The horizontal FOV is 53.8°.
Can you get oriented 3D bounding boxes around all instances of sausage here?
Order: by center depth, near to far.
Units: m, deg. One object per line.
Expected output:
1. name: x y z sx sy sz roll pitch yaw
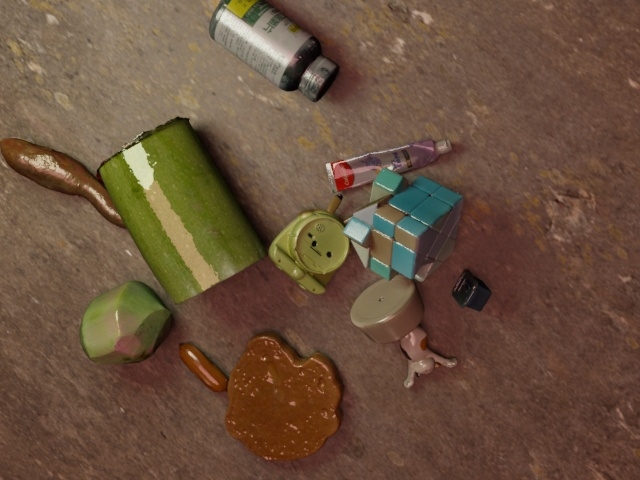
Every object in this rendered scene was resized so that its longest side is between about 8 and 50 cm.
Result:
1. sausage: -0.312 0.340 1.677 0.183 0.054 0.062 46 102 2

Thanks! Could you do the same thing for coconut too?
1. coconut: -0.484 0.212 1.604 0.236 0.236 0.204 -18 63 13

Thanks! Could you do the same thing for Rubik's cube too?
1. Rubik's cube: 0.187 -0.047 1.425 0.213 0.265 0.224 31 141 30

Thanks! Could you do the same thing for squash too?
1. squash: -0.330 -0.068 1.492 0.263 0.263 0.384 -28 95 14

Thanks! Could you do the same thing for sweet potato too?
1. sweet potato: -0.637 -0.153 1.614 0.385 0.109 0.109 30 105 -8

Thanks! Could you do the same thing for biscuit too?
1. biscuit: -0.095 0.413 1.651 0.312 0.057 0.351 5 103 9

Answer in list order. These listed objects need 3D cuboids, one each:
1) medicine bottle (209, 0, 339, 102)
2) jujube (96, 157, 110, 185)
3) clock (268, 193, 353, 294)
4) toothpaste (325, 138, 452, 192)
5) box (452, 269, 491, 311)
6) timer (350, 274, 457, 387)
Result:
1. medicine bottle: -0.100 -0.439 1.438 0.293 0.141 0.141 37 105 1
2. jujube: -0.506 -0.152 1.602 0.129 0.077 0.077 40 105 -6
3. clock: 0.000 0.000 1.519 0.170 0.069 0.232 40 84 -18
4. toothpaste: 0.161 -0.185 1.494 0.301 0.048 0.075 -15 102 15
5. box: 0.361 0.122 1.496 0.054 0.099 0.074 22 105 -10
6. timer: 0.212 0.236 1.535 0.175 0.175 0.266 -29 113 14
